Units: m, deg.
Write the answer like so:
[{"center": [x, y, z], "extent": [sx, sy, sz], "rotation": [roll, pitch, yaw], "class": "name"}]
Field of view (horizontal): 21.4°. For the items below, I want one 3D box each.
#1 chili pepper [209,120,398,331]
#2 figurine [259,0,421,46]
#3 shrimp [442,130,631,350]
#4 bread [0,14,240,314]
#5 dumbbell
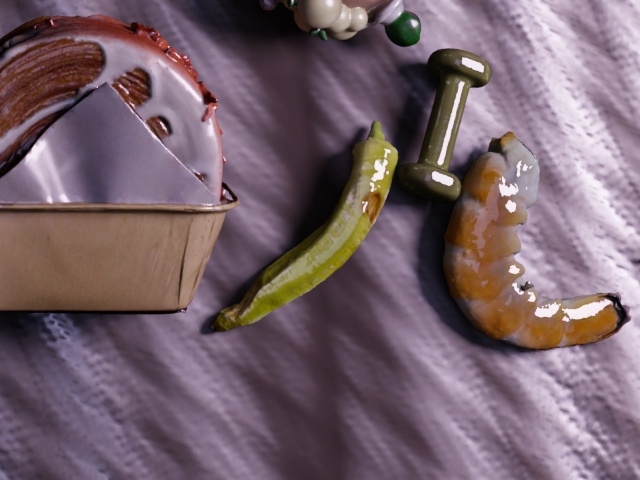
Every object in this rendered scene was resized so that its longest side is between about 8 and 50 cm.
[{"center": [0.001, 0.001, 1.288], "extent": [0.049, 0.043, 0.208], "rotation": [41, 79, -20], "class": "chili pepper"}, {"center": [0.047, -0.219, 1.286], "extent": [0.197, 0.093, 0.147], "rotation": [-27, 104, -14], "class": "figurine"}, {"center": [0.178, 0.007, 1.326], "extent": [0.166, 0.049, 0.161], "rotation": [16, 86, -13], "class": "shrimp"}, {"center": [-0.173, -0.054, 1.210], "extent": [0.224, 0.142, 0.212], "rotation": [0, 101, -13], "class": "bread"}, {"center": [0.095, -0.089, 1.307], "extent": [0.052, 0.046, 0.118], "rotation": [22, 77, -27], "class": "dumbbell"}]
